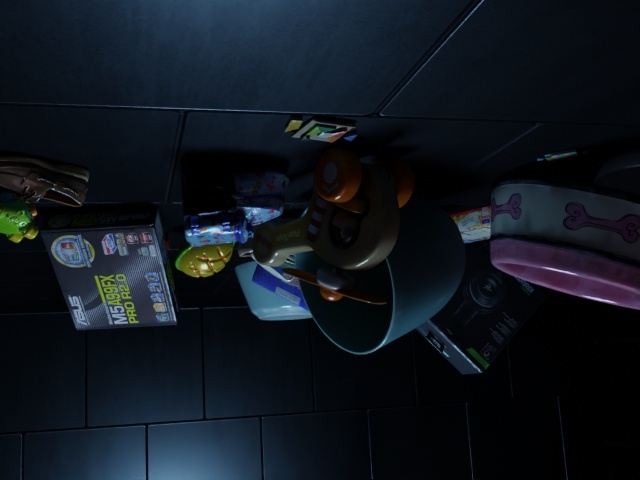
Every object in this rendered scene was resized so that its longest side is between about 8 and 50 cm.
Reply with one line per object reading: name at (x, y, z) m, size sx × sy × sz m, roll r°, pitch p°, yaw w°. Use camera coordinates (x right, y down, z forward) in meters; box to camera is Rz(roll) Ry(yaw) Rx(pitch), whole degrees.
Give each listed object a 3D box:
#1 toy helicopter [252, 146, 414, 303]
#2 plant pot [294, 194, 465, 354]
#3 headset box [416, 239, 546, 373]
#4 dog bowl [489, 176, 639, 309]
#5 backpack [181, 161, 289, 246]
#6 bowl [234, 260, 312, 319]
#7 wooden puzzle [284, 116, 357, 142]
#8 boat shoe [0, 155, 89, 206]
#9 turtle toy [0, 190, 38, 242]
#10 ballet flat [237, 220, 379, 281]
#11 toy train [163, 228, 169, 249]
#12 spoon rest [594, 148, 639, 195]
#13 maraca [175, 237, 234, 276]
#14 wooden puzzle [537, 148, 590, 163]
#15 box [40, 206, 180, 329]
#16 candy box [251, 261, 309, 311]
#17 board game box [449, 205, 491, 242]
toy helicopter at (0.000, 0.000, 1.231) m, size 0.140 × 0.235 × 0.355 m, roll 5°, pitch 167°, yaw -38°
plant pot at (0.129, 0.039, 1.401) m, size 0.235 × 0.293 × 0.293 m, roll -15°, pitch 178°, yaw -33°
headset box at (0.361, 0.158, 1.838) m, size 0.283 × 0.246 × 0.131 m, roll -45°, pitch 180°, yaw -16°
dog bowl at (0.496, 0.018, 1.362) m, size 0.408 × 0.150 × 0.408 m, roll 17°, pitch 175°, yaw 1°
backpack at (-0.135, -0.059, 1.206) m, size 0.173 × 0.116 × 0.158 m, roll -4°, pitch 171°, yaw -10°
bowl at (-0.101, 0.153, 2.244) m, size 0.312 × 0.163 × 0.311 m, roll -3°, pitch 171°, yaw 0°
wooden puzzle at (0.003, -0.150, 1.027) m, size 0.116 × 0.014 × 0.078 m, roll 1°, pitch 169°, yaw -23°
boat shoe at (-0.427, -0.087, 1.107) m, size 0.064 × 0.060 × 0.178 m, roll -13°, pitch 166°, yaw 42°
turtle toy at (-0.541, -0.045, 1.280) m, size 0.130 × 0.066 × 0.095 m, roll -9°, pitch 145°, yaw 41°
ballet flat at (-0.027, 0.047, 1.559) m, size 0.316 × 0.106 × 0.107 m, roll 19°, pitch 161°, yaw -2°
toy train at (-0.385, 0.041, 1.588) m, size 0.105 × 0.143 × 0.248 m, roll -3°, pitch 170°, yaw -5°
spoon rest at (0.550, -0.095, 1.302) m, size 0.137 × 0.084 × 0.276 m, roll -7°, pitch 170°, yaw 18°
maraca at (-0.242, 0.016, 1.647) m, size 0.186 × 0.099 × 0.127 m, roll -38°, pitch 157°, yaw 24°
wooden puzzle at (0.400, -0.139, 1.229) m, size 0.083 × 0.006 × 0.049 m, roll -8°, pitch 169°, yaw 27°
box at (-0.411, 0.062, 1.492) m, size 0.216 × 0.060 × 0.270 m, roll -3°, pitch 129°, yaw 0°
candy box at (0.035, 0.105, 1.883) m, size 0.268 × 0.122 × 0.317 m, roll 24°, pitch -169°, yaw 41°
board game box at (0.349, -0.032, 1.690) m, size 0.147 × 0.045 × 0.193 m, roll 7°, pitch 166°, yaw -43°
